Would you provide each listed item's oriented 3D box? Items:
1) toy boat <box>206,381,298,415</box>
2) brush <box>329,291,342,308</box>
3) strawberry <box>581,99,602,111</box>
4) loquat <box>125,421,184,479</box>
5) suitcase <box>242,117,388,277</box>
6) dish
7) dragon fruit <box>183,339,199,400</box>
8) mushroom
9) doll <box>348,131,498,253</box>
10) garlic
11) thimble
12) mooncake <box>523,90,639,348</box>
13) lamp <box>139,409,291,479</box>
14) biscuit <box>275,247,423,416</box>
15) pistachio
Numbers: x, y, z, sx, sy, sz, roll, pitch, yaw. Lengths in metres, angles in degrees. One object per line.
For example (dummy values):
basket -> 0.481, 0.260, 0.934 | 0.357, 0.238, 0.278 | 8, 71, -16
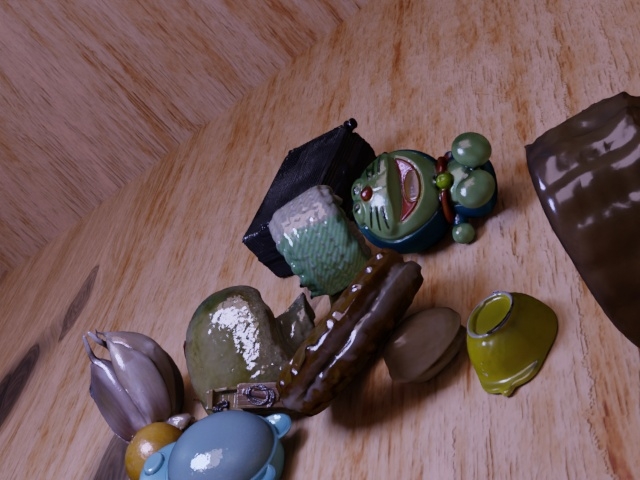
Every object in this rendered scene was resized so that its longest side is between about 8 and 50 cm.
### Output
toy boat -> -0.111, 0.286, 1.916 | 0.200, 0.077, 0.057 | -4, 72, 14
brush -> 0.034, 0.146, 2.086 | 0.082, 0.010, 0.218 | -37, 23, 16
strawberry -> 0.469, -0.172, 1.823 | 0.192, 0.085, 0.140 | -48, 25, -5
loquat -> -0.309, 0.417, 2.025 | 0.141, 0.141, 0.141 | -36, 24, 18
suitcase -> -0.008, -0.091, 2.405 | 0.229, 0.152, 0.335 | -23, 32, 43
dish -> 0.276, 0.138, 1.610 | 0.148, 0.080, 0.208 | -29, 25, 33
dragon fruit -> -0.260, 0.259, 2.293 | 0.094, 0.094, 0.191 | -23, 42, 41
mushroom -> -0.152, 0.220, 2.052 | 0.292, 0.212, 0.217 | -26, 25, 18
doll -> 0.194, -0.079, 1.999 | 0.321, 0.186, 0.199 | -9, 69, 28
garlic -> -0.395, 0.314, 2.236 | 0.210, 0.292, 0.237 | -37, -17, 0
thimble -> 0.000, 0.000, 2.125 | 0.150, 0.219, 0.219 | -32, 24, 7
mooncake -> 0.412, -0.033, 1.372 | 0.187, 0.324, 0.324 | -30, 25, 18
lamp -> -0.189, 0.393, 1.848 | 0.284, 0.147, 0.209 | -30, 21, 30
biscuit -> 0.050, 0.152, 1.796 | 0.332, 0.103, 0.332 | -50, -3, -3
pistachio -> 0.167, 0.168, 1.704 | 0.149, 0.113, 0.113 | -39, 22, -1
